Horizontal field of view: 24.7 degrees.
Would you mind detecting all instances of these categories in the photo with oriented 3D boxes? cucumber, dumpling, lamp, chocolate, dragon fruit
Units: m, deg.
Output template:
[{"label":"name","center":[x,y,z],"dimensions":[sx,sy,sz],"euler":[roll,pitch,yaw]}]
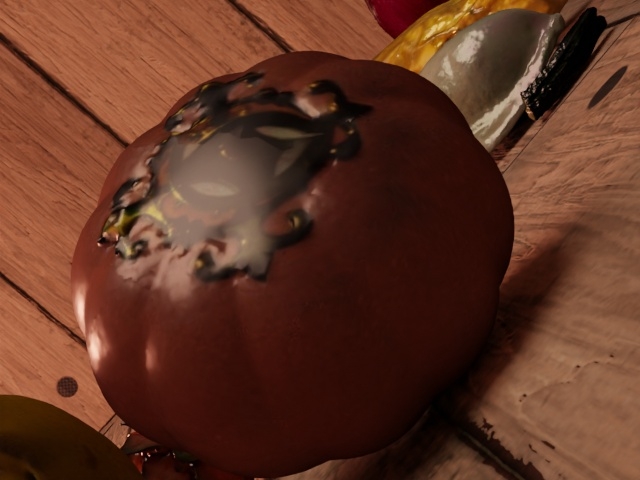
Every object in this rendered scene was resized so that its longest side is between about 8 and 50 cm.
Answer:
[{"label":"cucumber","center":[0.234,-0.168,1.389],"dimensions":[0.034,0.033,0.135],"euler":[26,72,45]},{"label":"dumpling","center":[0.170,-0.141,1.479],"dimensions":[0.104,0.149,0.216],"euler":[6,-36,-48]},{"label":"lamp","center":[-0.013,0.023,0.983],"dimensions":[0.305,0.240,0.305],"euler":[-15,48,17]},{"label":"chocolate","center":[0.128,-0.200,1.802],"dimensions":[0.445,0.162,0.162],"euler":[-42,9,45]},{"label":"dragon fruit","center":[-0.114,0.194,1.221],"dimensions":[0.142,0.121,0.130],"euler":[-32,9,-33]}]

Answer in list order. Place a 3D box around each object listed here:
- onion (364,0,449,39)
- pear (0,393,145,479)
[{"label":"onion","center":[0.196,-0.391,2.062],"dimensions":[0.337,0.281,0.260],"euler":[120,151,-48]},{"label":"pear","center":[-0.248,0.260,1.067],"dimensions":[0.285,0.285,0.336],"euler":[-53,5,-31]}]
